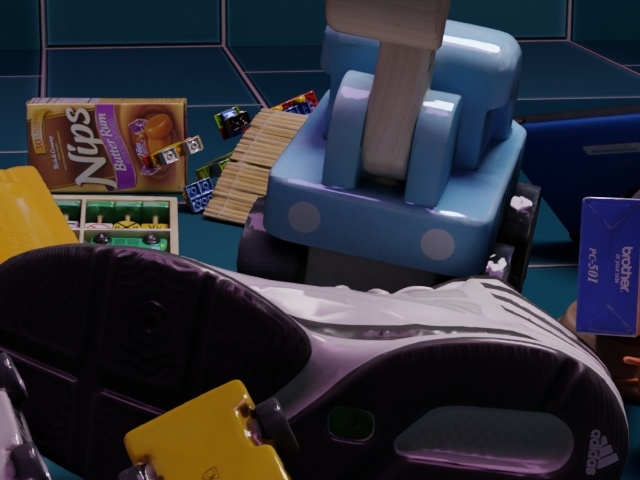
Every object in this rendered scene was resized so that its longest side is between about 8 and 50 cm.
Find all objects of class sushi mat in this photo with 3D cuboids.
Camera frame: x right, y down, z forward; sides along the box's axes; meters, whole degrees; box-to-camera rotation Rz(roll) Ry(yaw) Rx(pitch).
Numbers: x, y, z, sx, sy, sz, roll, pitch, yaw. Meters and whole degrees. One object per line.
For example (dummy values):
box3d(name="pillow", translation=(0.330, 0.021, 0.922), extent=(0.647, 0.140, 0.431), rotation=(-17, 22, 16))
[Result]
box3d(name="sushi mat", translation=(0.019, -0.063, 1.932), extent=(0.317, 0.151, 0.019), rotation=(12, -24, 40))

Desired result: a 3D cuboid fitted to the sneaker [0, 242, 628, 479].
box3d(name="sneaker", translation=(-0.008, 0.096, 1.269), extent=(0.448, 0.169, 0.257), rotation=(11, 7, 10))

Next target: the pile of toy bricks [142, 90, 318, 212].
box3d(name="pile of toy bricks", translation=(-0.098, -0.094, 2.099), extent=(0.212, 0.118, 0.105), rotation=(-24, 8, -22))

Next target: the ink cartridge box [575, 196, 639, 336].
box3d(name="ink cartridge box", translation=(0.224, 0.021, 1.353), extent=(0.046, 0.097, 0.207), rotation=(3, -1, 12))

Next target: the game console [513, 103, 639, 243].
box3d(name="game console", translation=(0.375, -0.088, 1.805), extent=(0.293, 0.250, 0.173), rotation=(-2, 46, 49))

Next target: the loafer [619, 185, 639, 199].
box3d(name="loafer", translation=(0.292, -0.013, 1.605), extent=(0.109, 0.095, 0.302), rotation=(-10, -5, 5))

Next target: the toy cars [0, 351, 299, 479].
box3d(name="toy cars", translation=(-0.128, 0.160, 1.067), extent=(0.394, 0.087, 0.176), rotation=(7, 46, 34))

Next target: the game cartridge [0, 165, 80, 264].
box3d(name="game cartridge", translation=(-0.366, 0.025, 1.542), extent=(0.324, 0.052, 0.285), rotation=(-9, 31, -22))

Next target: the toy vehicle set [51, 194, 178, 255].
box3d(name="toy vehicle set", translation=(-0.265, 0.011, 1.674), extent=(0.267, 0.035, 0.166), rotation=(1, 30, -7))

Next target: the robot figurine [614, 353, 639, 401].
box3d(name="robot figurine", translation=(0.318, 0.097, 1.260), extent=(0.219, 0.128, 0.158), rotation=(2, 29, 5))

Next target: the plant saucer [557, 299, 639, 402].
box3d(name="plant saucer", translation=(0.322, 0.082, 1.502), extent=(0.278, 0.041, 0.278), rotation=(1, 13, 0))

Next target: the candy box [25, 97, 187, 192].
box3d(name="candy box", translation=(-0.252, -0.113, 2.136), extent=(0.187, 0.109, 0.053), rotation=(0, 13, 1))

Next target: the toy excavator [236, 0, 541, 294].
box3d(name="toy excavator", translation=(0.063, -0.115, 1.411), extent=(0.222, 0.445, 0.433), rotation=(11, 25, 10))
